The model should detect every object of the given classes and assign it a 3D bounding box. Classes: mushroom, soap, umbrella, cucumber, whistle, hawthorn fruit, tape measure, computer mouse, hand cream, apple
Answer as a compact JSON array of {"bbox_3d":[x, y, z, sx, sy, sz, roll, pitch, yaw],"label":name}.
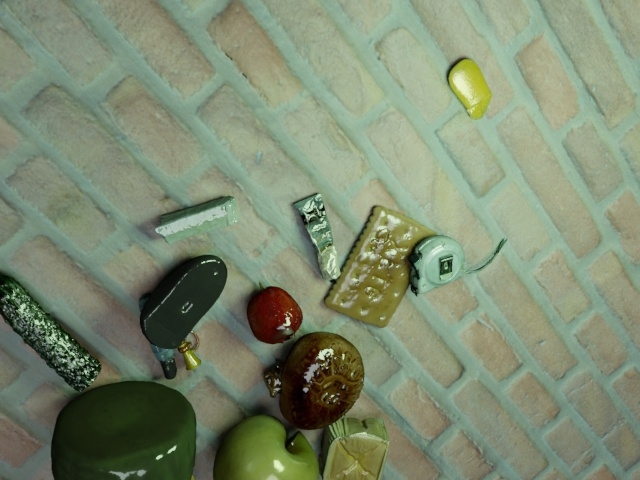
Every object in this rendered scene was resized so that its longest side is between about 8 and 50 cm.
[{"bbox_3d":[-0.010,0.389,1.906,0.278,0.163,0.297,-6,114,-14],"label":"mushroom"},{"bbox_3d":[0.393,-0.388,1.785,0.089,0.033,0.168,-41,117,5],"label":"soap"},{"bbox_3d":[-0.417,0.252,1.792,0.053,0.052,0.250,-28,119,-39],"label":"umbrella"},{"bbox_3d":[-0.682,0.221,1.686,0.096,0.096,0.359,-35,117,0],"label":"cucumber"},{"bbox_3d":[-0.349,0.285,1.836,0.057,0.046,0.109,-17,109,7],"label":"whistle"},{"bbox_3d":[-0.127,0.189,1.819,0.148,0.148,0.172,-31,89,-2],"label":"hawthorn fruit"},{"bbox_3d":[0.396,0.037,1.901,0.330,0.084,0.164,-20,127,-13],"label":"tape measure"},{"bbox_3d":[-0.347,0.144,1.743,0.270,0.086,0.137,-51,125,-11],"label":"computer mouse"},{"bbox_3d":[-0.001,0.000,1.826,0.075,0.052,0.248,-30,112,-28],"label":"hand cream"},{"bbox_3d":[-0.154,0.633,1.913,0.292,0.292,0.254,38,102,-25],"label":"apple"}]

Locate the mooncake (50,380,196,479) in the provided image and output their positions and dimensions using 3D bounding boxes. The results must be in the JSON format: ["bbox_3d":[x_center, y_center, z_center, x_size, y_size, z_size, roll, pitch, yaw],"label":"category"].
[{"bbox_3d":[-0.483,0.516,1.716,0.356,0.356,0.194,-4,114,-14],"label":"mooncake"}]

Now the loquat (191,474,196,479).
[{"bbox_3d":[-0.453,0.701,1.842,0.274,0.275,0.275,-6,112,-14],"label":"loquat"}]

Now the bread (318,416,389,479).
[{"bbox_3d":[0.095,0.627,2.060,0.192,0.110,0.210,4,109,-11],"label":"bread"}]

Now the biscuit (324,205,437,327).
[{"bbox_3d":[0.168,0.079,1.901,0.217,0.044,0.325,24,103,-21],"label":"biscuit"}]

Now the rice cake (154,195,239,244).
[{"bbox_3d":[-0.301,-0.049,1.705,0.206,0.063,0.069,-20,121,-6],"label":"rice cake"}]
